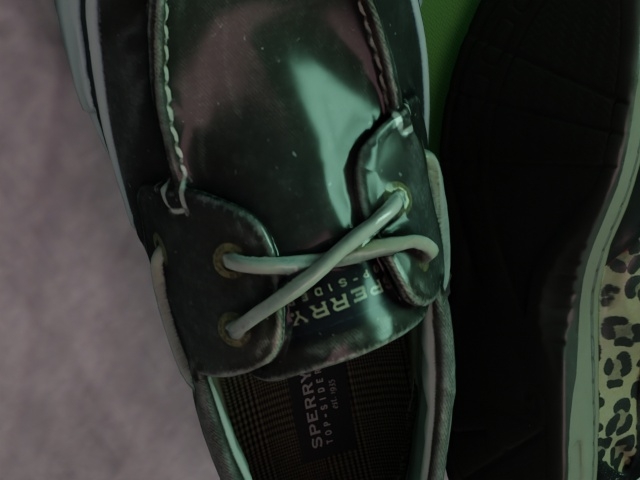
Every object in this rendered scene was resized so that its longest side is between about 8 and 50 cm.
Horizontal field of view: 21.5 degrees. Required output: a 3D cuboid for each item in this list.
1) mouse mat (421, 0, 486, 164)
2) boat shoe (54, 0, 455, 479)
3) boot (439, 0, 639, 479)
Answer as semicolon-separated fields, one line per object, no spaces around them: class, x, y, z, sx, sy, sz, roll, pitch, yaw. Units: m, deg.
mouse mat;0.018;-0.076;0.605;0.153;0.007;0.189;-17;128;-10
boat shoe;0.000;0.000;0.571;0.121;0.119;0.335;-20;129;-7
boot;0.135;-0.010;0.652;0.178;0.085;0.236;-10;112;-38
